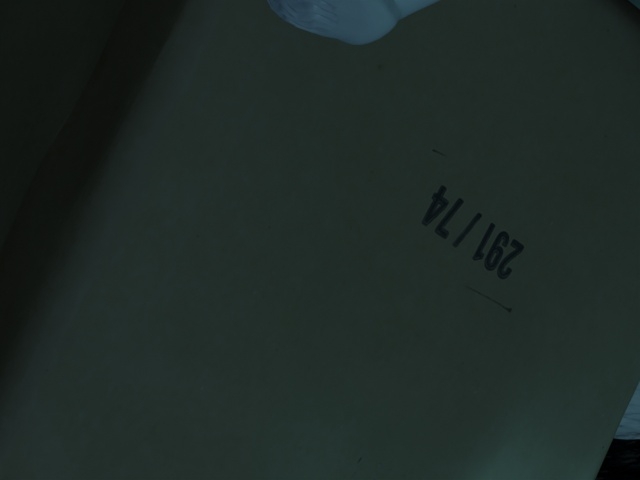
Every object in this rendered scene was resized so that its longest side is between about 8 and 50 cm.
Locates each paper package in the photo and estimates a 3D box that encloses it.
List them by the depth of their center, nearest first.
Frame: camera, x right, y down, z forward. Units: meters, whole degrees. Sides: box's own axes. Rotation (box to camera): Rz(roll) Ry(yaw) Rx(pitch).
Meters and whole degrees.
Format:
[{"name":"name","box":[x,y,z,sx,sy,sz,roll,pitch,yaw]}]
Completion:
[{"name":"paper package","box":[0.000,0.000,0.585,0.325,0.309,0.168,26,177,-41]}]

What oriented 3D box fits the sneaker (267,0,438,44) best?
[{"name":"sneaker","box":[0.146,-0.152,0.333,0.210,0.137,0.366,18,139,-31]}]
